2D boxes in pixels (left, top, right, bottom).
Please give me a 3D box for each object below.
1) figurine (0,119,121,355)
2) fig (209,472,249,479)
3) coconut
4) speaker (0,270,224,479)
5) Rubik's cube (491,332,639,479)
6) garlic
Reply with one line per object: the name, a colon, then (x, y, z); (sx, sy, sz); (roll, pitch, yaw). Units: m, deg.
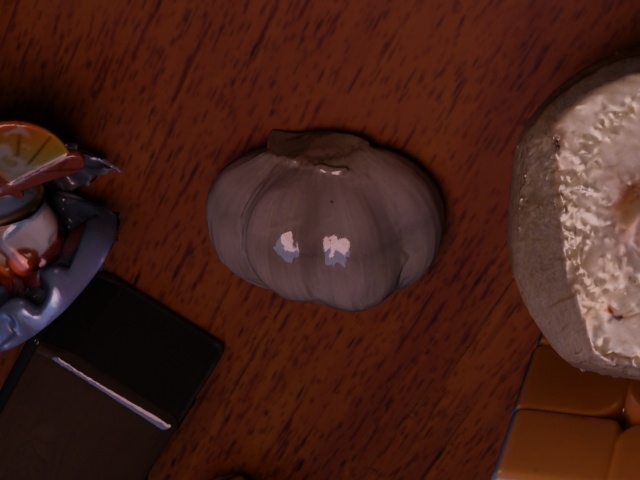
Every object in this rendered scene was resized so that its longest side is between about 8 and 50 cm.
figurine: (-0.373, -0.109, 1.638); (0.276, 0.248, 0.388); (-30, 117, 32)
fig: (-0.082, 0.379, 1.868); (0.207, 0.207, 0.230); (-40, 59, 37)
coconut: (0.293, -0.021, 1.392); (0.297, 0.254, 0.297); (0, 91, 13)
speaker: (-0.236, 0.178, 1.809); (0.192, 0.153, 0.231); (32, 128, -1)
Rubik's cube: (0.326, 0.244, 1.541); (0.291, 0.292, 0.290); (5, 123, 18)
garlic: (0.000, 0.000, 1.604); (0.229, 0.143, 0.178); (-4, 120, 14)
